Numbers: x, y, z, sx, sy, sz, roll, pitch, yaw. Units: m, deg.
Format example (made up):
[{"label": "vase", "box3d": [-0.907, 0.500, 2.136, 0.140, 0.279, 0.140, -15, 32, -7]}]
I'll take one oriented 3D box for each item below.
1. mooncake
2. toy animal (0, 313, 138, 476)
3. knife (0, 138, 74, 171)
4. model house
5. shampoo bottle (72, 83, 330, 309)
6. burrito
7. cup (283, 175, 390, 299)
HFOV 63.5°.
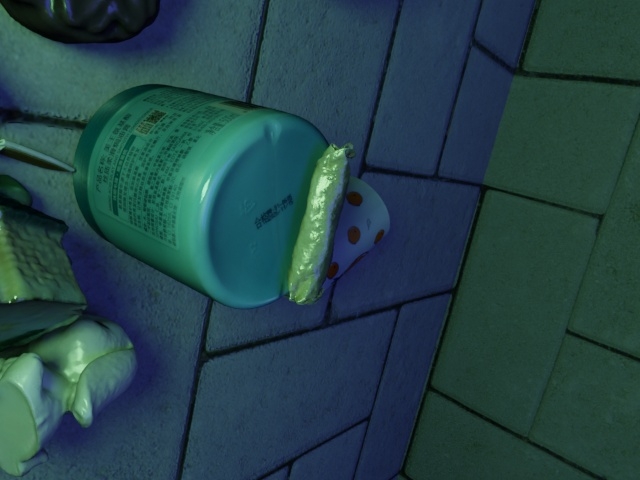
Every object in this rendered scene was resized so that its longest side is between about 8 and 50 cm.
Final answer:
[{"label": "mooncake", "box3d": [-0.335, -0.420, 0.724, 0.283, 0.141, 0.283, -30, 129, -45]}, {"label": "toy animal", "box3d": [-0.440, 0.233, 0.874, 0.265, 0.271, 0.206, -45, 119, -64]}, {"label": "knife", "box3d": [-0.464, -0.134, 0.746, 0.256, 0.046, 0.022, 24, 60, -67]}, {"label": "model house", "box3d": [-0.491, 0.002, 0.658, 0.298, 0.243, 0.284, 39, 31, -74]}, {"label": "shampoo bottle", "box3d": [-0.192, -0.087, 0.906, 0.331, 0.342, 0.331, -27, 127, -43]}, {"label": "burrito", "box3d": [0.002, -0.028, 0.849, 0.082, 0.059, 0.275, -7, 113, -59]}, {"label": "cup", "box3d": [0.000, 0.000, 1.324, 0.317, 0.212, 0.212, -40, 136, -32]}]
